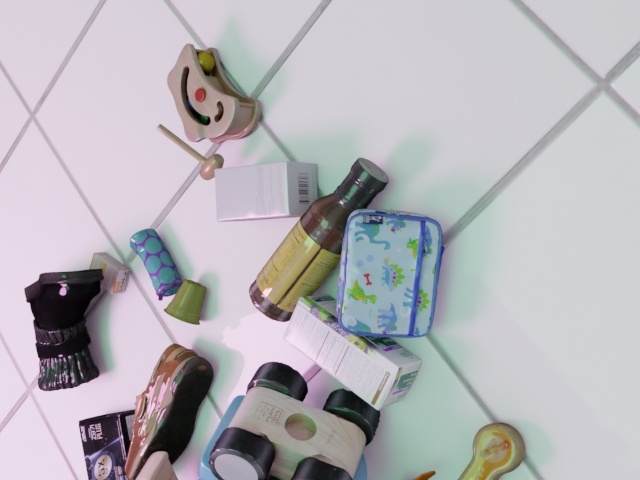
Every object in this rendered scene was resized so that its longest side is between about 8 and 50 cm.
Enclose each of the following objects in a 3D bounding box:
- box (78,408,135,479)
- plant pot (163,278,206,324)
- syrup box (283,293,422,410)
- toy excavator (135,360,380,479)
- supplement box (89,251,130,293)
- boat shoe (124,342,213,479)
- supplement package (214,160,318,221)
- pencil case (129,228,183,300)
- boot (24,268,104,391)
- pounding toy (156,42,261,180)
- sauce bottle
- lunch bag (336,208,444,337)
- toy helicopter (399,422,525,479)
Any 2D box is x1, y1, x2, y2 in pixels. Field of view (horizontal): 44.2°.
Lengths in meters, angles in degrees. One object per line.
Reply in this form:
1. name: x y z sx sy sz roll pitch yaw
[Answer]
1. box: -0.465 0.485 1.804 0.147 0.077 0.180 -15 83 34
2. plant pot: -0.279 0.127 1.675 0.083 0.083 0.079 25 93 31
3. syrup box: 0.056 0.198 1.433 0.237 0.093 0.096 32 108 29
4. toy excavator: -0.144 0.447 1.494 0.433 0.222 0.445 20 129 7
5. supplement box: -0.493 0.075 1.835 0.098 0.036 0.062 31 108 31
6. boat shoe: -0.339 0.369 1.703 0.120 0.122 0.324 36 104 35
7. supplement package: -0.105 -0.093 1.526 0.179 0.105 0.105 -2 91 34
8. pencil case: -0.360 0.051 1.728 0.070 0.064 0.152 -36 71 13
9. boot: -0.572 0.206 1.807 0.348 0.131 0.260 -23 76 56
10. pounding toy: -0.231 -0.271 1.576 0.154 0.155 0.269 -31 74 35
11. sauce bottle: 0.000 0.000 1.457 0.111 0.111 0.344 49 114 23
12. lunch bag: 0.120 0.056 1.356 0.176 0.090 0.219 7 97 -1
13. toy helicopter: 0.218 0.453 1.336 0.235 0.140 0.355 35 100 38
